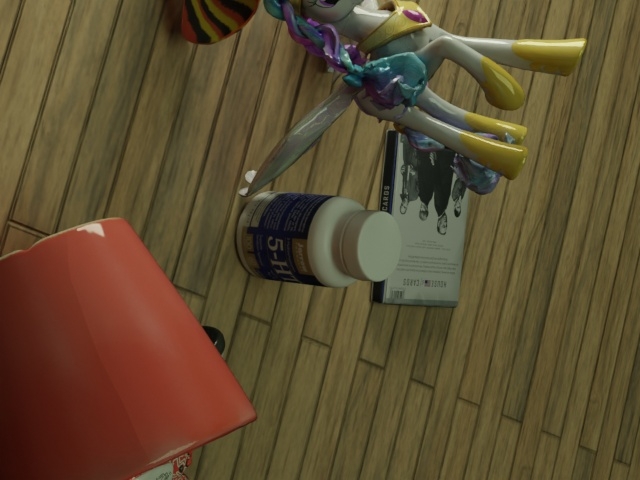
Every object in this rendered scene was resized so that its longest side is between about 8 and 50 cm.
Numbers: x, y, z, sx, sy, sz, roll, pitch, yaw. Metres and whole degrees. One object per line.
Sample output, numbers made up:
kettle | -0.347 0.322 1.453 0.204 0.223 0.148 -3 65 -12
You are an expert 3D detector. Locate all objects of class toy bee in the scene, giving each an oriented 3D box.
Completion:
toy bee | -0.087 -0.367 1.669 0.195 0.162 0.298 -89 176 -50

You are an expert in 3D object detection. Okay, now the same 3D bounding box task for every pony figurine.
pony figurine | 0.076 -0.189 1.739 0.351 0.363 0.303 117 -3 -59

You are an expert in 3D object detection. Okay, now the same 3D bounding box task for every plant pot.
plant pot | -0.232 0.125 1.492 0.275 0.275 0.243 -18 81 -47

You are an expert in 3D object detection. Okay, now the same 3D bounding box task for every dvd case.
dvd case | 0.145 -0.027 2.104 0.179 0.029 0.239 6 90 -50

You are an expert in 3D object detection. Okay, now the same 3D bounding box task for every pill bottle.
pill bottle | 0.000 0.000 1.817 0.112 0.186 0.112 -7 99 -49

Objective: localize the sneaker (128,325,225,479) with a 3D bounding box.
sneaker | -0.179 0.235 1.713 0.270 0.090 0.145 -52 131 -27
